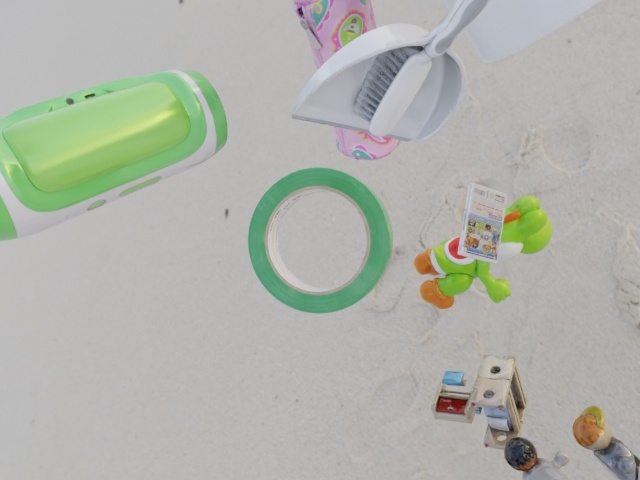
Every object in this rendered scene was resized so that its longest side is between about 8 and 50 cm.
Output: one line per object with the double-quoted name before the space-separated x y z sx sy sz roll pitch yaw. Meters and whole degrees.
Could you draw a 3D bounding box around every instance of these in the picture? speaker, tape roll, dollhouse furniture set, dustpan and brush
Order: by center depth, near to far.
"dustpan and brush" 0.077 -0.146 0.454 0.211 0.147 0.060 124 144 -46
"speaker" -0.262 -0.109 0.653 0.296 0.131 0.131 -30 37 -32
"dollhouse furniture set" 0.302 0.321 1.112 0.183 0.129 0.129 -4 32 34
"tape roll" 0.000 0.000 1.237 0.320 0.077 0.322 0 91 13

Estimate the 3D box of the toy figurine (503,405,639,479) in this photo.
"toy figurine" 0.323 0.347 0.745 0.209 0.148 0.213 -41 -5 -42

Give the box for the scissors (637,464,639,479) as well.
"scissors" 0.201 0.281 0.370 0.021 0.109 0.297 3 44 32

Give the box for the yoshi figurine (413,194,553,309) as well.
"yoshi figurine" 0.408 0.026 1.327 0.362 0.204 0.203 -41 1 41

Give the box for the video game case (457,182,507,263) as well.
"video game case" 0.274 -0.028 0.931 0.011 0.087 0.122 2 80 59

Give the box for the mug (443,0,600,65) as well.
"mug" 0.239 -0.423 0.543 0.374 0.328 0.276 -33 11 24

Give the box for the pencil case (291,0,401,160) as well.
"pencil case" 0.043 -0.260 0.835 0.124 0.284 0.124 -13 40 11
